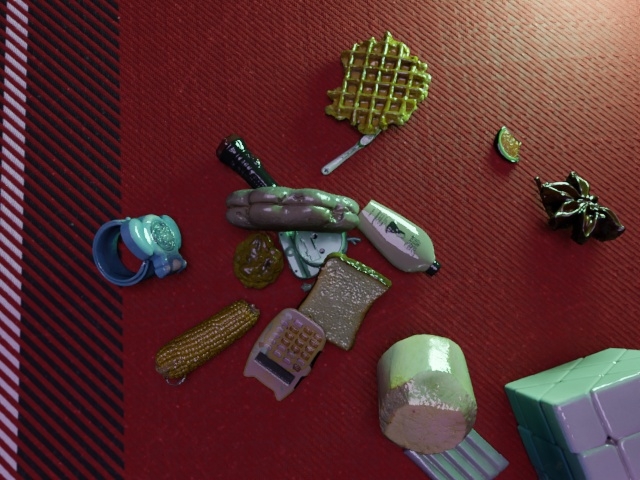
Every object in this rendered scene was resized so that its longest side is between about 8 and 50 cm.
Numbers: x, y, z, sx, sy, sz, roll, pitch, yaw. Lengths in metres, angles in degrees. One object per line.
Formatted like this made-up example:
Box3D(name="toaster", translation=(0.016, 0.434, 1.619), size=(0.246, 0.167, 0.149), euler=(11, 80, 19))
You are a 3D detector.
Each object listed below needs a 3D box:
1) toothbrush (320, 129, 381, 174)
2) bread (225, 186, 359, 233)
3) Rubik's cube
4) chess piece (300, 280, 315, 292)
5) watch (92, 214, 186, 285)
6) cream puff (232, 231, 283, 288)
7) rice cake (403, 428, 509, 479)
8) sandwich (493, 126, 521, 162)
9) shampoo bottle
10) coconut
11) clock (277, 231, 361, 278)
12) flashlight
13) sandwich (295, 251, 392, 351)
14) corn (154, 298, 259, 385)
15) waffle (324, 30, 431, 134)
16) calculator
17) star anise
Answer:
Box3D(name="toothbrush", translation=(0.123, -0.280, 1.391), size=(0.304, 0.030, 0.030), euler=(-37, 82, -6))
Box3D(name="bread", translation=(-0.071, -0.074, 1.214), size=(0.337, 0.183, 0.102), euler=(3, 87, 1))
Box3D(name="Rubik's cube", translation=(0.663, 0.445, 1.115), size=(0.319, 0.322, 0.316), euler=(-19, 82, -2))
Box3D(name="chess piece", translation=(-0.006, 0.122, 1.315), size=(0.093, 0.042, 0.042), euler=(-4, 80, 6))
Box3D(name="watch", translation=(-0.475, 0.032, 1.272), size=(0.193, 0.211, 0.211), euler=(-24, 80, 17))
Box3D(name="cream puff", translation=(-0.164, 0.051, 1.289), size=(0.146, 0.116, 0.146), euler=(1, 77, -2))
Box3D(name="rice cake", translation=(0.339, 0.543, 1.238), size=(0.189, 0.037, 0.198), euler=(-38, 82, -7))
Box3D(name="sandwich", translation=(0.528, -0.264, 1.392), size=(0.101, 0.026, 0.069), euler=(45, 78, 4))
Box3D(name="shampoo bottle", translation=(0.211, 0.001, 1.315), size=(0.257, 0.078, 0.127), euler=(39, 72, 3))
Box3D(name="coconut", translation=(0.244, 0.353, 1.179), size=(0.239, 0.244, 0.239), euler=(3, 120, 5))
Box3D(name="clock", translation=(0.000, 0.000, 1.323), size=(0.211, 0.066, 0.159), euler=(-24, 81, -5))
Box3D(name="flashlight", translation=(-0.180, -0.183, 1.344), size=(0.232, 0.093, 0.093), euler=(45, 83, 4))
Box3D(name="sandwich", translation=(0.053, 0.153, 1.258), size=(0.186, 0.065, 0.215), euler=(28, 104, 5))
Box3D(name="corn", translation=(-0.286, 0.251, 1.258), size=(0.293, 0.106, 0.106), euler=(-33, 81, -7))
Box3D(name="waffle", translation=(0.155, -0.444, 1.393), size=(0.281, 0.058, 0.301), euler=(35, 81, 14))
Box3D(name="calculator", translation=(-0.085, 0.282, 1.259), size=(0.157, 0.033, 0.236), euler=(36, 101, 6))
Box3D(name="star anise", translation=(0.685, -0.076, 1.314), size=(0.190, 0.126, 0.220), euler=(-2, 52, 0))
